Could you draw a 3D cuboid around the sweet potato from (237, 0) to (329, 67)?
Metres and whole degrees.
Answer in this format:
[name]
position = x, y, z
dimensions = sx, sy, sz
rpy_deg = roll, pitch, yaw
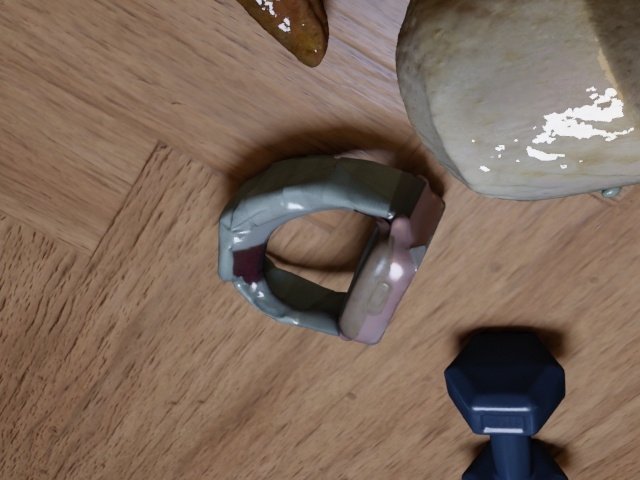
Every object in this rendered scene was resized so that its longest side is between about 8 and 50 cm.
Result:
[sweet potato]
position = -0.059, -0.283, 0.959
dimensions = 0.097, 0.097, 0.251
rpy_deg = -19, 125, 26

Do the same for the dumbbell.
[dumbbell]
position = 0.266, 0.276, 1.345
dimensions = 0.144, 0.156, 0.316
rpy_deg = 21, 140, 36

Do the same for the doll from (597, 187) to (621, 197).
[doll]
position = 0.301, -0.080, 1.085
dimensions = 0.083, 0.050, 0.076
rpy_deg = -1, 148, 11

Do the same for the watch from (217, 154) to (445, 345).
[watch]
position = 0.000, 0.000, 1.173
dimensions = 0.241, 0.162, 0.253
rpy_deg = 27, 129, 5

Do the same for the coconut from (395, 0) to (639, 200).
[coconut]
position = 0.236, -0.177, 0.851
dimensions = 0.329, 0.329, 0.328
rpy_deg = 6, 132, 7
